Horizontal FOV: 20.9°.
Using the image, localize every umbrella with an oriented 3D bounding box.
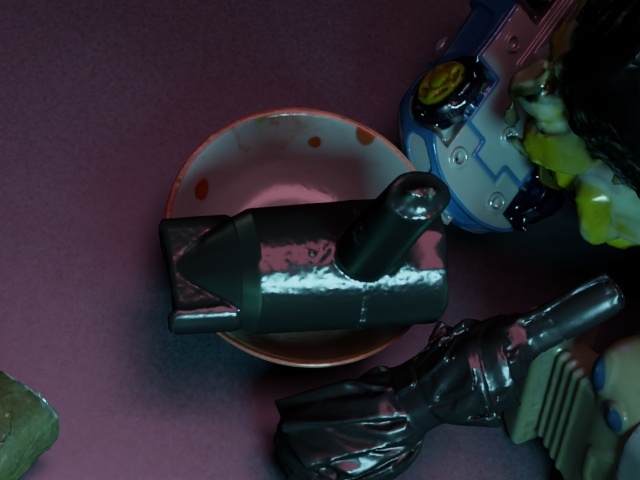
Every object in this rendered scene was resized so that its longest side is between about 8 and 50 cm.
[{"bbox_3d":[0.111,0.123,1.511,0.340,0.118,0.118,-31,72,12],"label":"umbrella"}]

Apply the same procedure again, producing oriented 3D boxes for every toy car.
[{"bbox_3d":[0.182,-0.154,1.725,0.198,0.166,0.314,45,72,-32],"label":"toy car"},{"bbox_3d":[0.366,0.140,1.600,0.336,0.242,0.226,-20,50,-23],"label":"toy car"}]

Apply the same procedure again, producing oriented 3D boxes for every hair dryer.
[{"bbox_3d":[0.000,0.000,1.420,0.244,0.302,0.116,-5,75,-13],"label":"hair dryer"}]

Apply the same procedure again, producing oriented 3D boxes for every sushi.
[{"bbox_3d":[0.350,-0.147,1.580,0.328,0.285,0.329,32,76,-25],"label":"sushi"}]

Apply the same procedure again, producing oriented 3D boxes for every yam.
[{"bbox_3d":[-0.336,0.215,1.418,0.106,0.106,0.259,41,58,6],"label":"yam"}]

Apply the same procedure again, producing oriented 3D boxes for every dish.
[{"bbox_3d":[-0.021,0.009,1.625,0.260,0.085,0.260,4,66,-9],"label":"dish"}]
